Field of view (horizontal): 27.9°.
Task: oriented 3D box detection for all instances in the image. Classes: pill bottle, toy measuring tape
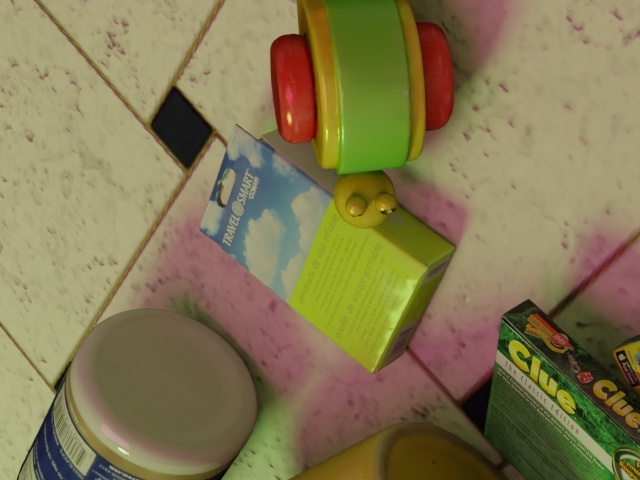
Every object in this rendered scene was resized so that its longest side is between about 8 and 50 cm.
[{"bbox_3d":[-0.169,0.191,1.081,0.153,0.153,0.264,45,132,14],"label":"pill bottle"},{"bbox_3d":[0.021,-0.157,0.783,0.121,0.121,0.330,13,118,35],"label":"toy measuring tape"}]

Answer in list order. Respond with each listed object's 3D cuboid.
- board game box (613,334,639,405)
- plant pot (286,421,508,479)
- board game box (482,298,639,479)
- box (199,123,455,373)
[{"bbox_3d":[0.296,0.110,0.721,0.194,0.060,0.194,-26,92,43],"label":"board game box"},{"bbox_3d":[0.024,0.260,0.905,0.254,0.254,0.239,50,118,11],"label":"plant pot"},{"bbox_3d":[0.198,0.162,0.781,0.259,0.030,0.136,46,154,33],"label":"board game box"},{"bbox_3d":[0.000,0.000,0.927,0.178,0.042,0.109,38,129,20],"label":"box"}]
